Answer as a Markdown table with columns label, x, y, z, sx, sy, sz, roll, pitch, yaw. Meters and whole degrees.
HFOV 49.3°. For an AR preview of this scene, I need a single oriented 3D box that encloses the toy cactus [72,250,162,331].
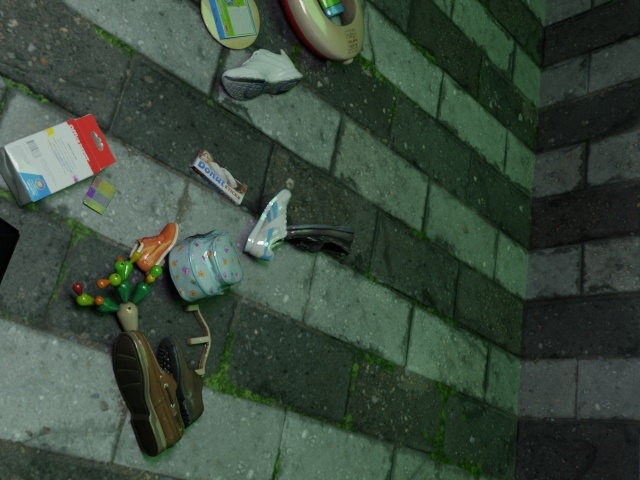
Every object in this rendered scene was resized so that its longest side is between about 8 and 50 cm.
| label | x | y | z | sx | sy | sz | roll | pitch | yaw |
| --- | --- | --- | --- | --- | --- | --- | --- | --- | --- |
| toy cactus | -0.472 | 0.131 | 1.644 | 0.219 | 0.112 | 0.181 | -29 | 121 | -47 |

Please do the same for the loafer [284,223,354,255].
| label | x | y | z | sx | sy | sz | roll | pitch | yaw |
| --- | --- | --- | --- | --- | --- | --- | --- | --- | --- |
| loafer | 0.000 | 0.000 | 2.131 | 0.302 | 0.109 | 0.095 | 0 | 85 | -48 |

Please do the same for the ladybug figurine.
| label | x | y | z | sx | sy | sz | roll | pitch | yaw |
| --- | --- | --- | --- | --- | --- | --- | --- | --- | --- |
| ladybug figurine | -0.013 | -0.770 | 2.236 | 0.305 | 0.161 | 0.450 | -31 | 104 | -44 |

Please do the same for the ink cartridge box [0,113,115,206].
| label | x | y | z | sx | sy | sz | roll | pitch | yaw |
| --- | --- | --- | --- | --- | --- | --- | --- | --- | --- |
| ink cartridge box | -0.597 | -0.185 | 1.579 | 0.231 | 0.078 | 0.134 | -36 | 108 | -43 |

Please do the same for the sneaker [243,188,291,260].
| label | x | y | z | sx | sy | sz | roll | pitch | yaw |
| --- | --- | --- | --- | --- | --- | --- | --- | --- | --- |
| sneaker | -0.133 | -0.044 | 1.996 | 0.092 | 0.087 | 0.229 | 29 | 66 | -3 |

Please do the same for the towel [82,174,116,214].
| label | x | y | z | sx | sy | sz | roll | pitch | yaw |
| --- | --- | --- | --- | --- | --- | --- | --- | --- | --- |
| towel | -0.531 | -0.110 | 1.680 | 0.060 | 0.009 | 0.083 | 38 | 57 | -35 |

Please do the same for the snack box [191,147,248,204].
| label | x | y | z | sx | sy | sz | roll | pitch | yaw |
| --- | --- | --- | --- | --- | --- | --- | --- | --- | --- |
| snack box | -0.279 | -0.176 | 1.940 | 0.178 | 0.022 | 0.064 | 41 | 56 | -32 |

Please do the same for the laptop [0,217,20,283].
| label | x | y | z | sx | sy | sz | roll | pitch | yaw |
| --- | --- | --- | --- | --- | --- | --- | --- | --- | --- |
| laptop | -0.850 | 0.055 | 1.316 | 0.407 | 0.236 | 0.382 | 17 | 66 | -12 |

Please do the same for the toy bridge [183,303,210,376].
| label | x | y | z | sx | sy | sz | roll | pitch | yaw |
| --- | --- | --- | --- | --- | --- | --- | --- | --- | --- |
| toy bridge | -0.315 | 0.259 | 1.808 | 0.063 | 0.026 | 0.188 | -2 | 83 | -47 |

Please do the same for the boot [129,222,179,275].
| label | x | y | z | sx | sy | sz | roll | pitch | yaw |
| --- | --- | --- | --- | --- | --- | --- | --- | --- | --- |
| boot | -0.413 | 0.005 | 1.744 | 0.084 | 0.059 | 0.158 | 42 | 56 | -26 |

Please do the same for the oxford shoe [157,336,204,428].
| label | x | y | z | sx | sy | sz | roll | pitch | yaw |
| --- | --- | --- | --- | --- | --- | --- | --- | --- | --- |
| oxford shoe | -0.344 | 0.341 | 1.733 | 0.096 | 0.082 | 0.227 | -24 | 106 | -55 |

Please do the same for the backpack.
| label | x | y | z | sx | sy | sz | roll | pitch | yaw |
| --- | --- | --- | --- | --- | --- | --- | --- | --- | --- |
| backpack | -0.290 | 0.064 | 1.764 | 0.188 | 0.144 | 0.166 | -28 | 103 | -61 |

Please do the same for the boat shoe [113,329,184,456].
| label | x | y | z | sx | sy | sz | roll | pitch | yaw |
| --- | --- | --- | --- | --- | --- | --- | --- | --- | --- |
| boat shoe | -0.403 | 0.348 | 1.654 | 0.104 | 0.110 | 0.308 | -23 | 107 | -49 |

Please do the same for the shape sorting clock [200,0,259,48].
| label | x | y | z | sx | sy | sz | roll | pitch | yaw |
| --- | --- | --- | --- | --- | --- | --- | --- | --- | --- |
| shape sorting clock | -0.264 | -0.663 | 2.046 | 0.206 | 0.040 | 0.206 | 7 | 80 | -46 |

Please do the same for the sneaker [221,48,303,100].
| label | x | y | z | sx | sy | sz | roll | pitch | yaw |
| --- | --- | --- | --- | --- | --- | --- | --- | --- | --- |
| sneaker | -0.186 | -0.496 | 2.065 | 0.297 | 0.111 | 0.129 | -21 | 81 | -49 |
